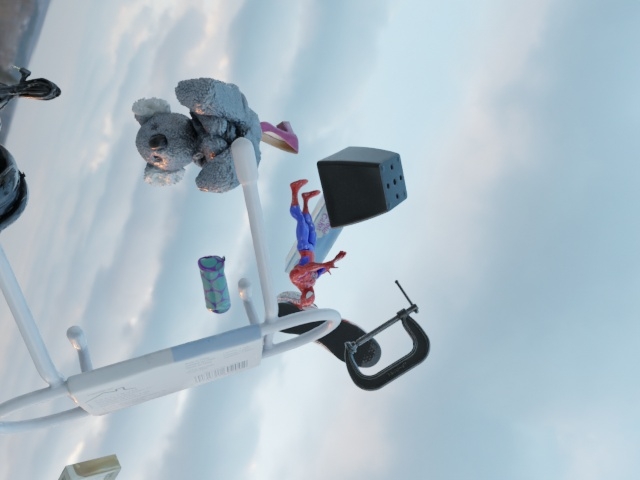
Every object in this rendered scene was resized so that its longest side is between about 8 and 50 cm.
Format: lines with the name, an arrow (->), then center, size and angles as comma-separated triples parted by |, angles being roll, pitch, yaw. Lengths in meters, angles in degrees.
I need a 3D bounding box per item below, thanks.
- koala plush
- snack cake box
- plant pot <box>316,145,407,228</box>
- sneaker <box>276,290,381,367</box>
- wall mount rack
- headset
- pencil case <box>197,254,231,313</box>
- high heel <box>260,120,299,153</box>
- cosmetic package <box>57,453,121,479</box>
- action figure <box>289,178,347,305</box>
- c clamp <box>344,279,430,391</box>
koala plush -> -0.237, -0.183, 1.067 | 0.222, 0.203, 0.196 | -7, -77, 18
snack cake box -> -0.008, -0.015, 1.767 | 0.264, 0.089, 0.152 | -59, -172, 11
plant pot -> 0.123, -0.148, 1.554 | 0.167, 0.187, 0.188 | 0, -70, 34
sneaker -> 0.010, 0.194, 1.339 | 0.145, 0.270, 0.090 | -98, -149, -81
wall mount rack -> -0.155, 0.061, 0.553 | 0.304, 0.350, 0.130 | 105, -33, -63
headset -> -0.465, -0.133, 0.805 | 0.394, 0.185, 0.243 | -116, -158, -51
pencil case -> -0.251, 0.104, 1.396 | 0.070, 0.065, 0.151 | -106, -168, -50
high heel -> -0.173, -0.337, 1.987 | 0.082, 0.244, 0.117 | -23, -94, 40
cosmetic package -> -0.501, 0.508, 1.273 | 0.041, 0.115, 0.060 | 51, -61, 32
action figure -> 0.000, 0.000, 1.250 | 0.139, 0.091, 0.280 | -12, -116, 28
c clamp -> 0.103, 0.160, 0.944 | 0.161, 0.022, 0.137 | -36, -122, -5
